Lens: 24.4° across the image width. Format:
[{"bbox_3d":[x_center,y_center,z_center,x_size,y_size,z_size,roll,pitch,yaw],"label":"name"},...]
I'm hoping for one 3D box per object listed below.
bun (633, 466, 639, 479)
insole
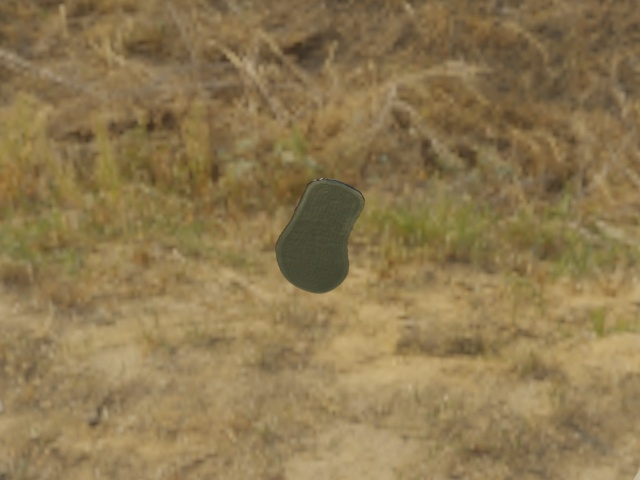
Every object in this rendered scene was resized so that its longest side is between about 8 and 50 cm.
[{"bbox_3d":[0.252,0.141,0.511,0.293,0.293,0.187,-6,45,-7],"label":"bun"},{"bbox_3d":[0.000,0.000,0.966,0.053,0.152,0.002,18,61,-3],"label":"insole"}]
